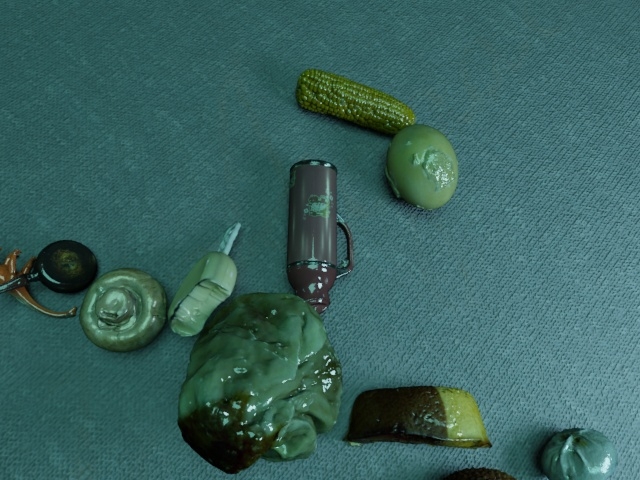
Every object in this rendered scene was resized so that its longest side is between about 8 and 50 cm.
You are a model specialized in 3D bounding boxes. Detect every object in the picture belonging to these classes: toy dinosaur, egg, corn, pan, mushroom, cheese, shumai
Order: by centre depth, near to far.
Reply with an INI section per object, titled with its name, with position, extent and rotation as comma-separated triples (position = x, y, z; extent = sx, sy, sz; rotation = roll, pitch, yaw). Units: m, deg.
[shumai]
position = -0.110, 0.248, 0.803
extent = 0.309, 0.263, 0.304
rotation = 24, 91, 7
[mushroom]
position = -0.381, 0.135, 0.916
extent = 0.166, 0.127, 0.167
rotation = 3, 74, -11
[pan]
position = -0.556, 0.065, 0.930
extent = 0.212, 0.040, 0.115
rotation = -21, 78, -34
[toy dinosaur]
position = -0.621, 0.072, 0.954
extent = 0.279, 0.055, 0.102
rotation = 21, 79, 0
[cheese]
position = -0.233, 0.072, 0.970
extent = 0.070, 0.163, 0.249
rotation = 37, 27, -23
[egg]
position = 0.234, -0.168, 1.069
extent = 0.164, 0.164, 0.202
rotation = -14, 76, -10
[corn]
position = 0.087, -0.337, 1.144
extent = 0.312, 0.102, 0.102
rotation = 16, 70, 0

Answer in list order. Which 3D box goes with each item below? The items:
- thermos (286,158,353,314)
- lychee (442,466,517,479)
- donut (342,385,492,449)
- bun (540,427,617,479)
[thermos]
position = -0.008, 0.001, 1.018
extent = 0.136, 0.109, 0.331
rotation = 20, 63, -43
[lychee]
position = 0.290, 0.500, 0.832
extent = 0.194, 0.194, 0.195
rotation = 2, 70, -5
[donut]
position = 0.194, 0.336, 0.898
extent = 0.294, 0.151, 0.113
rotation = 2, 60, -5
[bun]
position = 0.489, 0.410, 0.901
extent = 0.140, 0.141, 0.083
rotation = -30, 82, -15
